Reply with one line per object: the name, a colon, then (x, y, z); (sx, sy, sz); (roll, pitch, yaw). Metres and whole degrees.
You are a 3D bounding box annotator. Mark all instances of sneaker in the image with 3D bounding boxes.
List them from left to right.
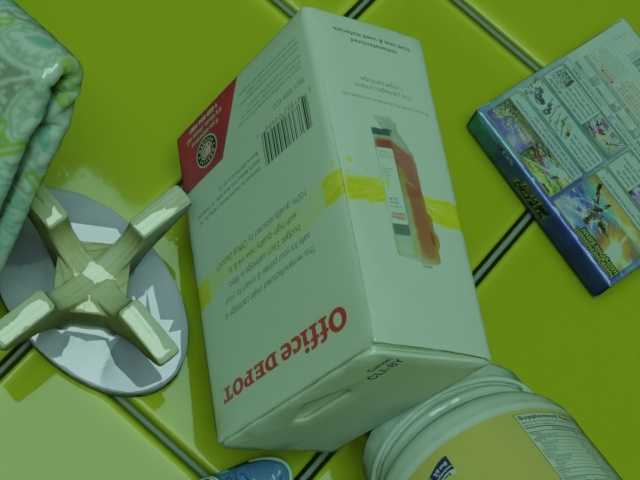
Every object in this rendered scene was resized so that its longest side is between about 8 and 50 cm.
sneaker: (-0.120, 0.296, 1.450); (0.211, 0.081, 0.080); (-27, 78, -18)

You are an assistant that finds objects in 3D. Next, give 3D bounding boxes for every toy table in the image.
toy table: (-0.253, 0.042, 1.465); (0.274, 0.161, 0.252); (38, 71, 2)

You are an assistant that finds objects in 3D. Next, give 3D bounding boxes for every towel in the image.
towel: (-0.414, -0.104, 1.380); (0.320, 0.090, 0.374); (39, 113, 25)

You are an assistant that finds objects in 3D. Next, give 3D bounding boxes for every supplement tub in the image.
supplement tub: (0.204, 0.305, 1.358); (0.241, 0.241, 0.331); (-20, 42, -15)

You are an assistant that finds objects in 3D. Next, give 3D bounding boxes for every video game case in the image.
video game case: (0.357, -0.105, 1.666); (0.244, 0.061, 0.269); (-32, 81, -18)

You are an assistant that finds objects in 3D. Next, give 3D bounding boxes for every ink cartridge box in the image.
ink cartridge box: (0.000, 0.000, 1.410); (0.160, 0.279, 0.384); (11, 57, -35)
